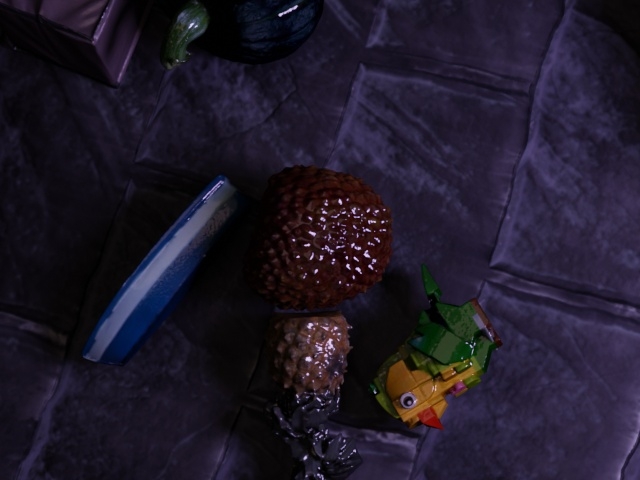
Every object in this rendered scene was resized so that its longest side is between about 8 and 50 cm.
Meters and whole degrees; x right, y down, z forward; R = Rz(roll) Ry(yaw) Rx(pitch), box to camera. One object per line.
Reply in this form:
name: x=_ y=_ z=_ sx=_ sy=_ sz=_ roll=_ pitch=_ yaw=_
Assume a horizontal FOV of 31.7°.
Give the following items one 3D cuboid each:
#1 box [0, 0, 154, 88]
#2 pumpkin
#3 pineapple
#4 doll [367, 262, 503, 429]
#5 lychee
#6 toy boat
box: x=-0.322 y=-0.372 z=1.538 sx=0.188 sy=0.153 sz=0.252 roll=22 pitch=80 yaw=10
pumpkin: x=-0.126 y=-0.316 z=1.444 sx=0.248 sy=0.248 sz=0.248 roll=-1 pitch=78 yaw=7
pineapple: x=-0.011 y=0.206 z=1.406 sx=0.119 sy=0.111 sz=0.237 roll=-4 pitch=86 yaw=38
doll: x=0.138 y=0.141 z=1.396 sx=0.134 sy=0.106 sz=0.186 roll=29 pitch=83 yaw=18
lychee: x=0.000 y=0.000 z=1.414 sx=0.188 sy=0.188 sz=0.188 roll=-1 pitch=78 yaw=7
toy boat: x=-0.200 y=0.047 z=1.466 sx=0.062 sy=0.096 sz=0.299 roll=39 pitch=87 yaw=4
